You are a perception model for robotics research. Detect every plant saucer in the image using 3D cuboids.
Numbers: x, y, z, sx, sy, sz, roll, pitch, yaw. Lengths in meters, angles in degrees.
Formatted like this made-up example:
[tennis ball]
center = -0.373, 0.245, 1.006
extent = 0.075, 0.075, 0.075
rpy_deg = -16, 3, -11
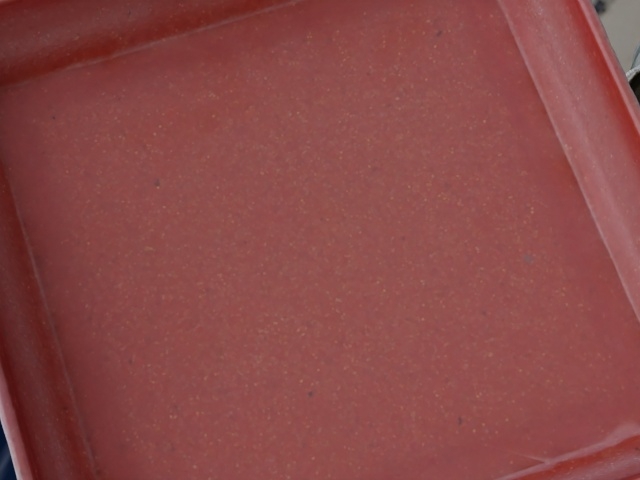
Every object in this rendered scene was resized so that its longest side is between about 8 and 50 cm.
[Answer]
[plant saucer]
center = 0.000, 0.000, 0.546
extent = 0.258, 0.259, 0.047
rpy_deg = -18, -19, -7

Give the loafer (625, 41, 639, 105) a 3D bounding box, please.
[loafer]
center = 0.180, 0.026, 0.652
extent = 0.094, 0.251, 0.087
rpy_deg = -4, 14, 35
